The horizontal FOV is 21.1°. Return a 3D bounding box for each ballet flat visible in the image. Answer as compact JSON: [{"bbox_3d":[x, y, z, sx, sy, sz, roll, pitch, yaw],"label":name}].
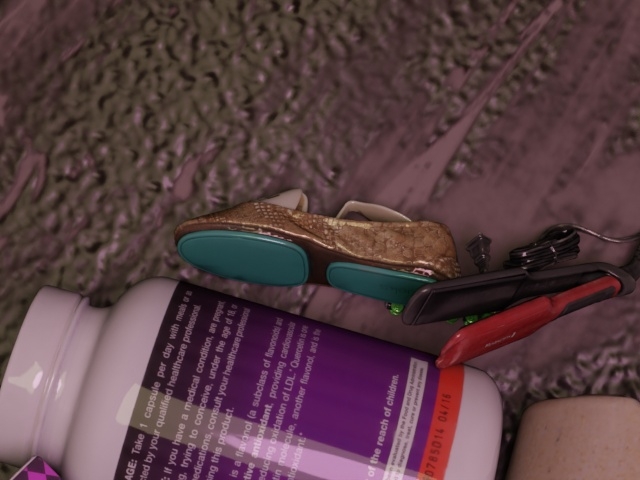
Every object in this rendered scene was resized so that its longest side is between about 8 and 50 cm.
[{"bbox_3d":[0.000,0.000,1.238,0.206,0.073,0.067,12,57,1],"label":"ballet flat"}]

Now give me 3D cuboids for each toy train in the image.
[{"bbox_3d":[0.089,0.047,1.256,0.083,0.017,0.024,8,76,-1],"label":"toy train"}]

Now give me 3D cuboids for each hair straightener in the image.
[{"bbox_3d":[0.145,0.017,1.195,0.230,0.047,0.089,-20,59,-35],"label":"hair straightener"}]

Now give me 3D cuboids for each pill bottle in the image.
[{"bbox_3d":[-0.050,0.133,1.165,0.323,0.181,0.181,17,87,-1],"label":"pill bottle"}]

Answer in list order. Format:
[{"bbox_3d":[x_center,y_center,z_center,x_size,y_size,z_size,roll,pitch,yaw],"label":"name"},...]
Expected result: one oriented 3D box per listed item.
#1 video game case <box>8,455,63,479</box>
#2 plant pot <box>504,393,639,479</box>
[{"bbox_3d":[-0.142,0.261,1.148,0.232,0.210,0.042,46,59,0],"label":"video game case"},{"bbox_3d":[0.221,0.271,1.120,0.333,0.334,0.305,11,76,-1],"label":"plant pot"}]
